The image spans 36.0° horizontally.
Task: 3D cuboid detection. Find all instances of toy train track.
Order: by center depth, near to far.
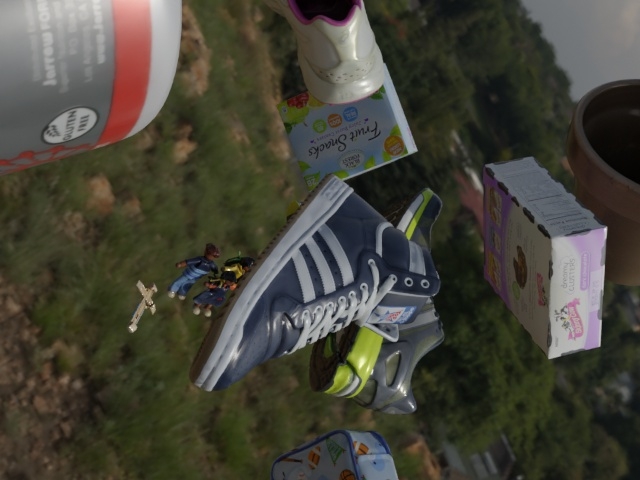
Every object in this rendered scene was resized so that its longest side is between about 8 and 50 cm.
[{"bbox_3d":[-0.213,0.080,1.197,0.083,0.014,0.048,-70,144,-50],"label":"toy train track"}]

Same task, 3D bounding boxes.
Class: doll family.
[{"bbox_3d":[-0.156,0.061,1.570,0.193,0.111,0.076,0,54,-56],"label":"doll family"}]

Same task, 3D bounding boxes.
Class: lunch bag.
[{"bbox_3d":[0.031,0.477,1.684,0.115,0.243,0.303,12,54,-43],"label":"lunch bag"}]

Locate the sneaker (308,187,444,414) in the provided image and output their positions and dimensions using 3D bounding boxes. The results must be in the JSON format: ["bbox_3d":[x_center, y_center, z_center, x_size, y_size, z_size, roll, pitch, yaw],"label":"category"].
[{"bbox_3d":[0.086,0.069,1.132,0.121,0.111,0.300,36,57,-19],"label":"sneaker"}]

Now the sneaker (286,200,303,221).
[{"bbox_3d":[0.000,0.000,1.523,0.059,0.053,0.144,-7,68,-41],"label":"sneaker"}]

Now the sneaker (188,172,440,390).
[{"bbox_3d":[0.007,0.061,0.889,0.153,0.099,0.282,36,44,1],"label":"sneaker"}]

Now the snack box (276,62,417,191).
[{"bbox_3d":[0.048,-0.204,1.787,0.070,0.207,0.175,-26,96,-67],"label":"snack box"}]

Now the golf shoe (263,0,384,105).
[{"bbox_3d":[-0.010,-0.305,1.151,0.140,0.115,0.306,77,-12,-59],"label":"golf shoe"}]

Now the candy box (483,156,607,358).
[{"bbox_3d":[0.262,0.016,1.178,0.196,0.070,0.165,-117,-161,-58],"label":"candy box"}]

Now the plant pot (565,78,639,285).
[{"bbox_3d":[0.456,-0.062,1.398,0.229,0.263,0.263,99,-17,-46],"label":"plant pot"}]

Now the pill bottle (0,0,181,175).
[{"bbox_3d":[-0.262,-0.102,0.424,0.362,0.210,0.210,-21,79,-30],"label":"pill bottle"}]
